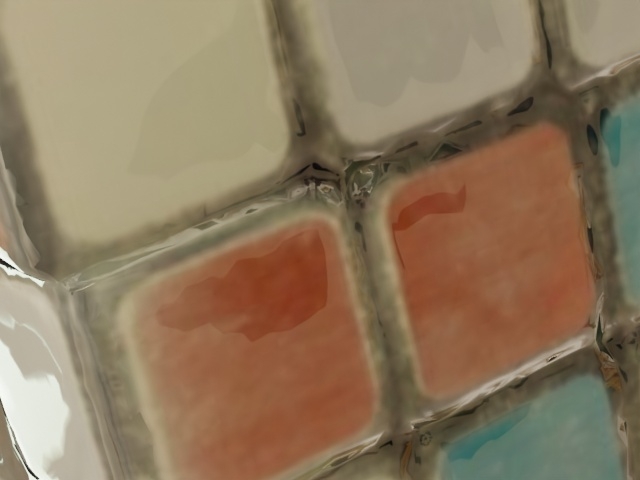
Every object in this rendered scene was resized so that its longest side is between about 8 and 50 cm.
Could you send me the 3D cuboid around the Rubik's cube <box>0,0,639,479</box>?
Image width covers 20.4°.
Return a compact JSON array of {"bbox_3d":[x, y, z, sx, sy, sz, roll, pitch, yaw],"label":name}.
[{"bbox_3d":[0.001,0.001,0.503,0.259,0.256,0.253,-21,-69,-28],"label":"Rubik's cube"}]
